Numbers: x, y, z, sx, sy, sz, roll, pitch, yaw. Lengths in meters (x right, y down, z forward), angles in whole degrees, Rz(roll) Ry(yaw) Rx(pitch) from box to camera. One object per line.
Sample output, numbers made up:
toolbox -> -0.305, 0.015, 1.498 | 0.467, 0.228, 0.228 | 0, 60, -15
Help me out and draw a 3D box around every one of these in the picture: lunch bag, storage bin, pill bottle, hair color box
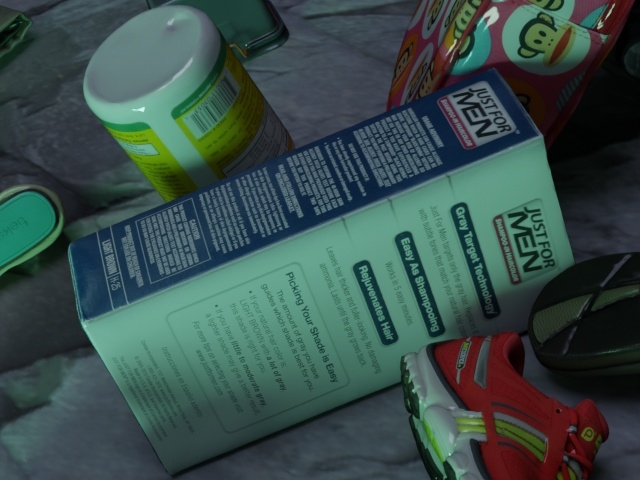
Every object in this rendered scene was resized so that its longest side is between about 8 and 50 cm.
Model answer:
lunch bag -> 0.151, -0.194, 1.192 | 0.120, 0.293, 0.258 | 20, 41, -13
storage bin -> -0.113, -0.229, 1.488 | 0.135, 0.091, 0.098 | -25, 40, -2
pill bottle -> -0.091, -0.081, 1.183 | 0.118, 0.208, 0.117 | -18, 45, 19
hair color box -> 0.007, 0.025, 1.093 | 0.347, 0.174, 0.105 | -22, 39, 0

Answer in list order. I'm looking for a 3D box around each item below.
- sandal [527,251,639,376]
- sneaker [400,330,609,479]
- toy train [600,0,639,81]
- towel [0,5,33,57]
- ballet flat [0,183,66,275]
sandal -> 0.292, 0.059, 1.003 | 0.303, 0.086, 0.120 | -3, 46, 37
sneaker -> 0.139, 0.150, 0.955 | 0.118, 0.107, 0.279 | -19, 41, -5
toy train -> 0.345, -0.252, 1.285 | 0.190, 0.142, 0.334 | 6, 45, 13
towel -> -0.525, -0.184, 1.667 | 0.324, 0.056, 0.312 | 20, 53, 41
ballet flat -> -0.346, 0.026, 1.337 | 0.248, 0.086, 0.086 | -29, 41, -10
